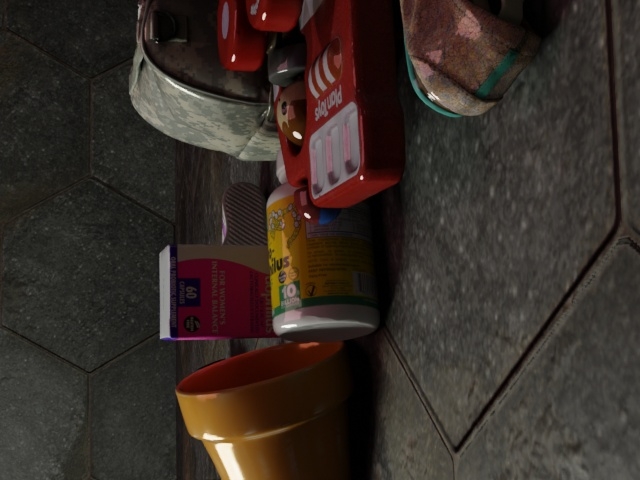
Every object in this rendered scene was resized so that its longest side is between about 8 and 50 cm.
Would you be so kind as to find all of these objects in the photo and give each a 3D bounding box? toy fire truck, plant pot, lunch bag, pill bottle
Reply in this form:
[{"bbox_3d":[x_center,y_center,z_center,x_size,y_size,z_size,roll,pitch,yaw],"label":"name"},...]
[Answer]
[{"bbox_3d":[0.004,-0.150,0.937,0.302,0.169,0.254,156,114,-71],"label":"toy fire truck"},{"bbox_3d":[-0.046,0.233,1.148,0.205,0.205,0.188,-176,71,-76],"label":"plant pot"},{"bbox_3d":[-0.115,-0.227,1.267,0.305,0.256,0.212,158,112,-75],"label":"lunch bag"},{"bbox_3d":[0.000,0.000,1.081,0.117,0.117,0.208,127,141,-68],"label":"pill bottle"}]

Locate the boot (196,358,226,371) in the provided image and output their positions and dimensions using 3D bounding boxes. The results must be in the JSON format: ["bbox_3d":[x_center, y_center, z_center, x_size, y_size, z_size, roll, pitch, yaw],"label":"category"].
[{"bbox_3d":[-0.184,0.297,1.977,0.106,0.082,0.219,68,162,-2],"label":"boot"}]

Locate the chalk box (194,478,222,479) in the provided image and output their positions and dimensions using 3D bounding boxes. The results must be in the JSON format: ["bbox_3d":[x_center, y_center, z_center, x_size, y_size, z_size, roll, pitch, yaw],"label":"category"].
[{"bbox_3d":[-0.161,0.486,1.709,0.213,0.132,0.132,147,124,-73],"label":"chalk box"}]

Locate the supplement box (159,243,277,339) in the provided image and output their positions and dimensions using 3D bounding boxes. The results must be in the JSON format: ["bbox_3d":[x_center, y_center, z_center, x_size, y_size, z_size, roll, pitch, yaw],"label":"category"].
[{"bbox_3d":[-0.080,0.064,1.196,0.114,0.220,0.111,157,112,-74],"label":"supplement box"}]

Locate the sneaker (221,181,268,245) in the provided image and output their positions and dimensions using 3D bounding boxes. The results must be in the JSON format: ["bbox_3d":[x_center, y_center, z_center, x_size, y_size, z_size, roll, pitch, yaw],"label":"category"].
[{"bbox_3d":[-0.128,0.053,1.673,0.161,0.102,0.282,100,174,-45],"label":"sneaker"}]

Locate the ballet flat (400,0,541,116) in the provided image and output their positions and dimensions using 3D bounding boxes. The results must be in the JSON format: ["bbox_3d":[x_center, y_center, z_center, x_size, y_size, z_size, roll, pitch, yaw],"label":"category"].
[{"bbox_3d":[0.103,-0.241,0.750,0.106,0.107,0.316,-42,51,45],"label":"ballet flat"}]
